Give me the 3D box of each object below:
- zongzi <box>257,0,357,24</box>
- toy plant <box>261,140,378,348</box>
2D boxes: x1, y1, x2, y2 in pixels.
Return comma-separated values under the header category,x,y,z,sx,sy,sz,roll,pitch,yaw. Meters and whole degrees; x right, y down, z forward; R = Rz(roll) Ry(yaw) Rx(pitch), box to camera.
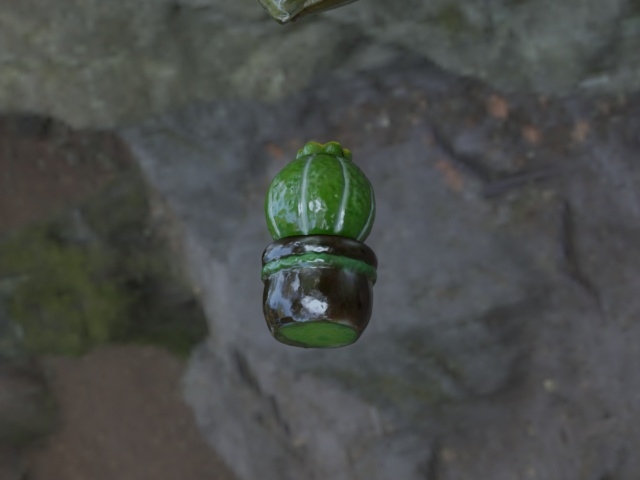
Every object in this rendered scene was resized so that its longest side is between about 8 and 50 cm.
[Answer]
category,x,y,z,sx,sy,sz,roll,pitch,yaw
zongzi,0.066,-0.228,1.150,0.112,0.221,0.242,59,-157,-1
toy plant,0.000,0.000,1.500,0.093,0.093,0.162,123,152,-63
